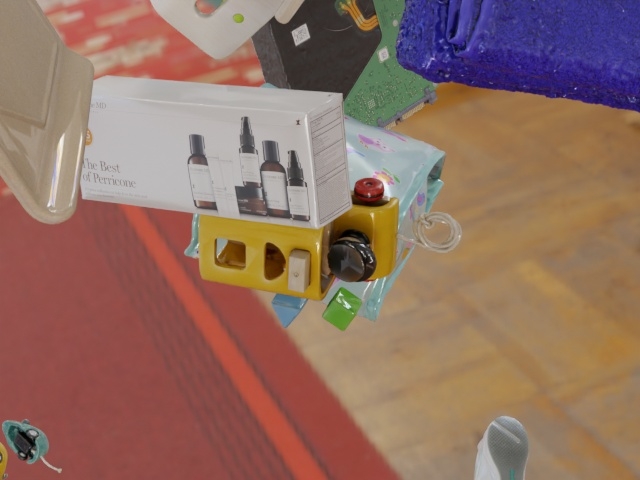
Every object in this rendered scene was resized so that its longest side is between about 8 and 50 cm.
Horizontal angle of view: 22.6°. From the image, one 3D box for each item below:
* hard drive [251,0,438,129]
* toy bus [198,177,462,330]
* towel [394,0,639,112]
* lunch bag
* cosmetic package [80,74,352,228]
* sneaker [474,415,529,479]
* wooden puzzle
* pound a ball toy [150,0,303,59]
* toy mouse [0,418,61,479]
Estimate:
[{"bbox_3d":[0.020,-0.283,2.062,0.237,0.339,0.064,-34,33,-25],"label":"hard drive"},{"bbox_3d":[-0.011,0.003,1.432,0.202,0.191,0.104,-36,13,33],"label":"toy bus"},{"bbox_3d":[0.166,-0.236,0.951,0.227,0.308,0.076,5,2,-20],"label":"towel"},{"bbox_3d":[0.005,-0.057,1.688,0.223,0.160,0.262,18,31,8],"label":"lunch bag"},{"bbox_3d":[-0.093,-0.075,1.301,0.239,0.099,0.060,7,22,31],"label":"cosmetic package"},{"bbox_3d":[0.175,0.251,1.548,0.053,0.152,0.061,11,-26,-11],"label":"sneaker"},{"bbox_3d":[-0.252,-0.151,1.158,0.044,0.239,0.221,-24,36,16],"label":"wooden puzzle"},{"bbox_3d":[-0.051,-0.321,1.637,0.319,0.136,0.208,-38,22,36],"label":"pound a ball toy"},{"bbox_3d":[-0.338,0.263,1.839,0.143,0.161,0.031,-11,-1,36],"label":"toy mouse"}]
